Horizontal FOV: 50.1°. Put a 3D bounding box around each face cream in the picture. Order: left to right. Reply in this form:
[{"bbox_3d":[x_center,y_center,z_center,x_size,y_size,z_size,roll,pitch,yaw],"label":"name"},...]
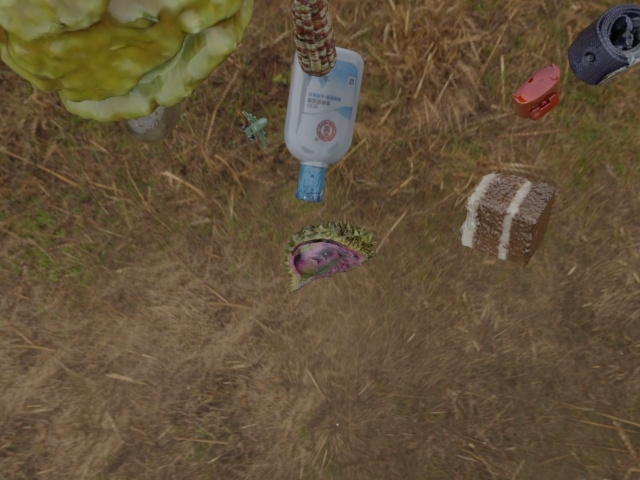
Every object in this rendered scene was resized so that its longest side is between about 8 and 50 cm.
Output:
[{"bbox_3d":[-0.002,-0.253,1.507,0.163,0.080,0.337,6,99,-25],"label":"face cream"}]

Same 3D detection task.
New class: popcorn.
[{"bbox_3d":[-0.198,-0.263,0.665,0.282,0.282,0.247,3,62,2],"label":"popcorn"}]

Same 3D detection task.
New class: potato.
[{"bbox_3d":[-0.380,-0.327,1.504,0.165,0.165,0.262,0,64,1],"label":"potato"}]

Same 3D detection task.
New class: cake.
[{"bbox_3d":[0.368,-0.047,1.350,0.147,0.135,0.134,23,48,27],"label":"cake"}]

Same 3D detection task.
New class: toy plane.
[{"bbox_3d":[-0.118,-0.201,1.232,0.033,0.083,0.080,-33,96,-28],"label":"toy plane"}]

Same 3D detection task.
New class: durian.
[{"bbox_3d":[-0.002,-0.001,1.264,0.186,0.108,0.119,-23,50,20],"label":"durian"}]

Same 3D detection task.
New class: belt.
[{"bbox_3d":[0.637,-0.423,1.502,0.230,0.126,0.140,-34,87,-35],"label":"belt"}]

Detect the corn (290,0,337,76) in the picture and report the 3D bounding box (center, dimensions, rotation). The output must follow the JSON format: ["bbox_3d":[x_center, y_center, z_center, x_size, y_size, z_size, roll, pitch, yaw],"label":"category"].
[{"bbox_3d":[-0.013,-0.375,1.206,0.079,0.237,0.079,-2,67,4],"label":"corn"}]

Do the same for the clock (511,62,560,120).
[{"bbox_3d":[0.492,-0.328,1.541,0.113,0.155,0.061,-37,75,13],"label":"clock"}]
